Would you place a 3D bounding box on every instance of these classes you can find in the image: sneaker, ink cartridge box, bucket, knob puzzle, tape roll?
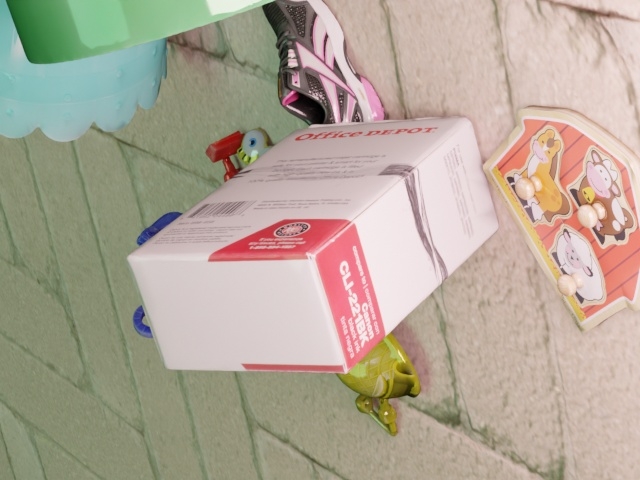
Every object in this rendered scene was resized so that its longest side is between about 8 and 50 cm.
[{"bbox_3d":[-0.012,-0.160,1.844,0.178,0.077,0.072,57,152,18],"label":"sneaker"},{"bbox_3d":[0.000,0.000,1.681,0.197,0.273,0.114,-1,116,36],"label":"ink cartridge box"},{"bbox_3d":[-0.286,-0.259,2.075,0.281,0.281,0.183,46,142,35],"label":"bucket"},{"bbox_3d":[0.207,-0.024,1.602,0.213,0.030,0.213,43,146,39],"label":"knob puzzle"},{"bbox_3d":[-0.110,-0.238,1.681,0.321,0.321,0.077,9,119,60],"label":"tape roll"}]

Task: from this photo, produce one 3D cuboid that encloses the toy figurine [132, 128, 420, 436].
[{"bbox_3d":[-0.086,0.079,2.032,0.362,0.217,0.191,54,152,23],"label":"toy figurine"}]
